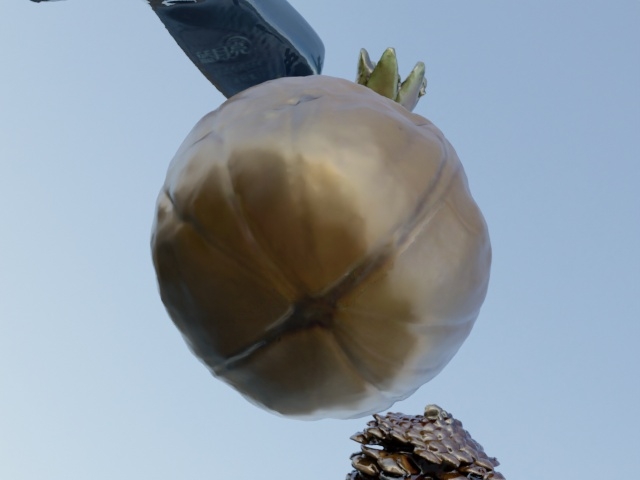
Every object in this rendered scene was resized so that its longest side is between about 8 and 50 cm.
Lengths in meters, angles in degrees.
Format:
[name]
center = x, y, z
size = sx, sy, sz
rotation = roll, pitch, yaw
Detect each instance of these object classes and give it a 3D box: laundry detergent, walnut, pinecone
[laundry detergent]
center = -0.120, -0.263, 1.052
size = 0.143, 0.094, 0.290
rotation = -6, -29, 33
[walnut]
center = 0.000, 0.000, 0.468
size = 0.207, 0.167, 0.167
rotation = -95, 168, -73
[pinecone]
center = 0.093, 0.247, 0.928
size = 0.174, 0.174, 0.173
rotation = 27, -48, 34

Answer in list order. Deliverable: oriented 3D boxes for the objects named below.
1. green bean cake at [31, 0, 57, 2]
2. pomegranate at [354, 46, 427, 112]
[green bean cake]
center = -0.297, -0.443, 1.292
size = 0.300, 0.308, 0.169
rotation = -139, -137, -56
[pomegranate]
center = 0.037, -0.080, 1.180
size = 0.231, 0.231, 0.285
rotation = -15, -115, 51
